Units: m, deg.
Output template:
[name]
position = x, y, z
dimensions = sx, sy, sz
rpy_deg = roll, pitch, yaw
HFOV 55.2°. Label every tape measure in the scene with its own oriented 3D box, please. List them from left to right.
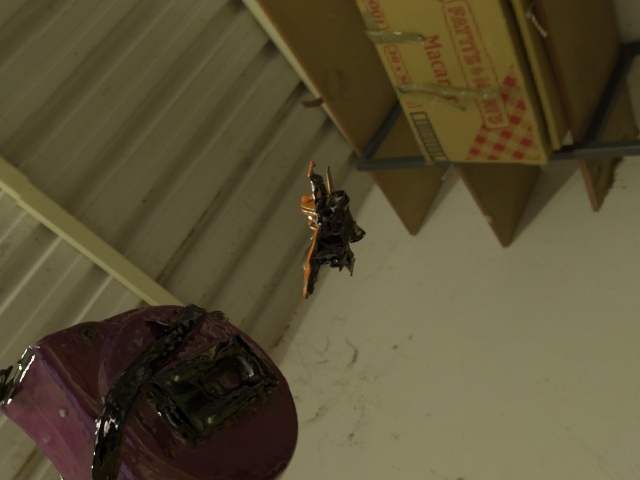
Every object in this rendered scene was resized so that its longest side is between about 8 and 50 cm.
[tape measure]
position = -0.143, 0.171, 0.584
dimensions = 0.149, 0.231, 0.245
rpy_deg = -53, -14, 26

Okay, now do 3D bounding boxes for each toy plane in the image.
[toy plane]
position = 0.011, -0.003, 0.623
dimensions = 0.188, 0.062, 0.135
rpy_deg = -89, -22, -60
